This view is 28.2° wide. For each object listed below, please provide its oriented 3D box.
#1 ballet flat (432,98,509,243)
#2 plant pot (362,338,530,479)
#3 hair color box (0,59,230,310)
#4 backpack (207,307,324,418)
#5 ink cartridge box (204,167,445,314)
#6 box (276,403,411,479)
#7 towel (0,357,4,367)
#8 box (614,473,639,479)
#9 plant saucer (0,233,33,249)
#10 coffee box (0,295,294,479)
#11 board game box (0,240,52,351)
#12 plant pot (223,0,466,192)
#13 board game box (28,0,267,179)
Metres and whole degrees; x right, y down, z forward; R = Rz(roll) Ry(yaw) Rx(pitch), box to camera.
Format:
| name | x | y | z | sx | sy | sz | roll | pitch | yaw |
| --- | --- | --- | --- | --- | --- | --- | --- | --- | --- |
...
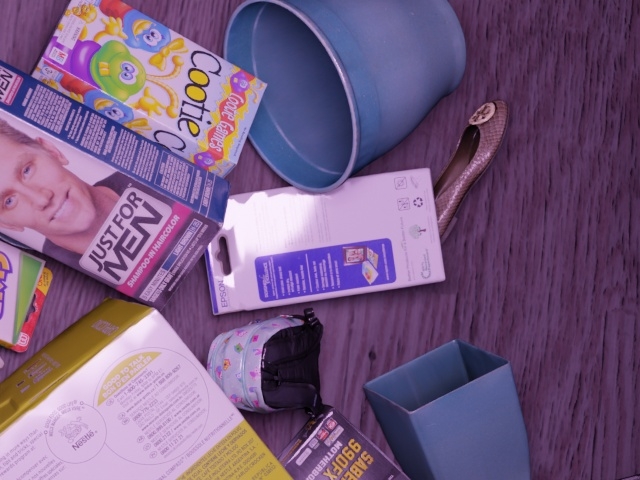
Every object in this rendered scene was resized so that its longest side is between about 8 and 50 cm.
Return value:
| name | x | y | z | sx | sy | sz | roll | pitch | yaw |
| --- | --- | --- | --- | --- | --- | --- | --- | --- | --- |
| ballet flat | 0.200 | -0.103 | 1.870 | 0.058 | 0.084 | 0.250 | 31 | 86 | -17 |
| plant pot | 0.197 | 0.293 | 1.823 | 0.165 | 0.165 | 0.234 | -24 | 105 | -17 |
| hair color box | -0.306 | -0.067 | 1.604 | 0.347 | 0.105 | 0.174 | 28 | 122 | -16 |
| backpack | -0.072 | 0.174 | 1.724 | 0.115 | 0.182 | 0.152 | -7 | 88 | 24 |
| ink cartridge box | 0.000 | 0.000 | 1.789 | 0.332 | 0.065 | 0.165 | -7 | 92 | -7 |
| box | 0.000 | 0.378 | 1.808 | 0.183 | 0.056 | 0.231 | 45 | 77 | -12 |
| towel | -0.559 | 0.167 | 1.608 | 0.282 | 0.049 | 0.187 | -36 | 99 | -28 |
| box | 0.427 | 0.420 | 1.851 | 0.307 | 0.242 | 0.076 | -10 | 93 | -17 |
| plant saucer | -0.373 | -0.084 | 1.700 | 0.195 | 0.037 | 0.195 | 0 | 89 | -18 |
| coffee box | -0.262 | 0.300 | 1.575 | 0.338 | 0.337 | 0.334 | -40 | 101 | -14 |
| board game box | -0.470 | 0.042 | 1.633 | 0.259 | 0.039 | 0.124 | 28 | 65 | -29 |
| plant pot | 0.049 | -0.237 | 1.738 | 0.255 | 0.271 | 0.272 | -28 | 98 | -32 |
| board game box | -0.234 | -0.189 | 1.670 | 0.275 | 0.142 | 0.144 | 28 | 58 | -16 |
